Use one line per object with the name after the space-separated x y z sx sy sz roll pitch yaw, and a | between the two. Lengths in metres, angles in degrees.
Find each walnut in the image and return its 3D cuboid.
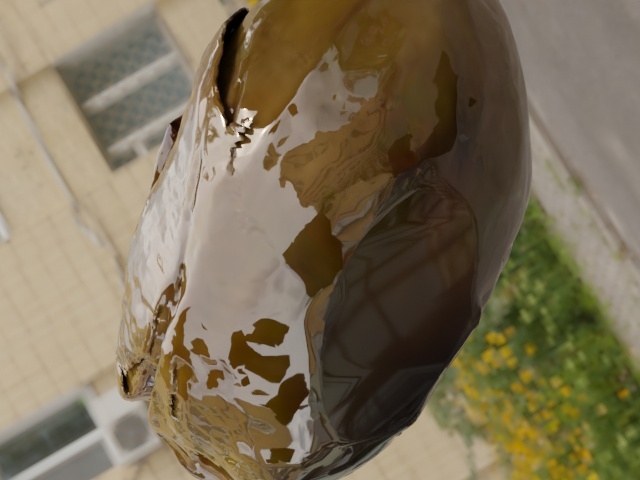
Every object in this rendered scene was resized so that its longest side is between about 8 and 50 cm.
0.000 0.000 0.531 0.137 0.137 0.245 60 144 41 | walnut
